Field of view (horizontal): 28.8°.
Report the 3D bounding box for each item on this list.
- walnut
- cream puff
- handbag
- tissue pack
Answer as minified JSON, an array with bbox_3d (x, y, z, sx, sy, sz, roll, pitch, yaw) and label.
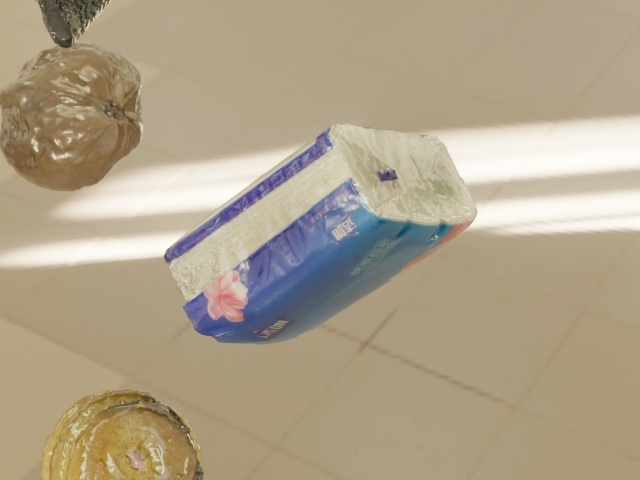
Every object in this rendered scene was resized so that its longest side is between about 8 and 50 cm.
[{"bbox_3d":[-0.429,-0.212,2.124,0.227,0.273,0.273,-11,36,-44],"label":"walnut"},{"bbox_3d":[-0.223,0.252,1.392,0.189,0.189,0.129,-35,8,-38],"label":"cream puff"},{"bbox_3d":[-0.343,-0.370,1.515,0.088,0.270,0.175,-23,13,20],"label":"handbag"},{"bbox_3d":[0.000,0.000,1.309,0.209,0.269,0.137,4,60,-51],"label":"tissue pack"}]
